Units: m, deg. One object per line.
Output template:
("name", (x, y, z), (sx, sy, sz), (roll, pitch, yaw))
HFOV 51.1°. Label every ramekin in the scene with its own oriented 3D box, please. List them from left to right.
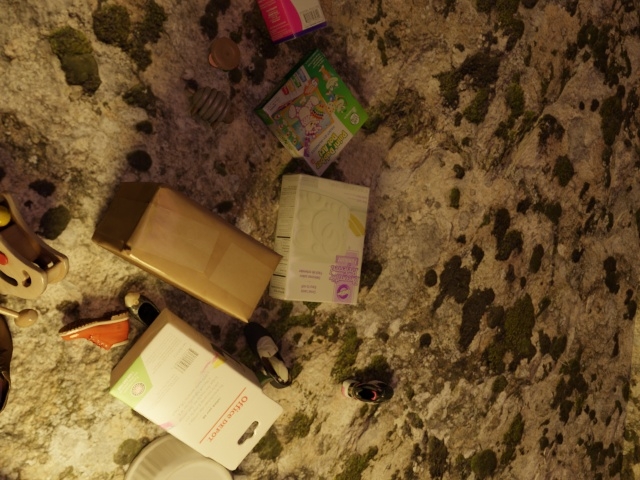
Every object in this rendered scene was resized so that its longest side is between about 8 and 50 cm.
("ramekin", (-0.325, 0.604, 1.592), (0.273, 0.127, 0.272), (-1, 93, -35))

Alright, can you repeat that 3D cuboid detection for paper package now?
("paper package", (-0.299, 0.017, 1.471), (0.325, 0.309, 0.168), (33, 78, -30))

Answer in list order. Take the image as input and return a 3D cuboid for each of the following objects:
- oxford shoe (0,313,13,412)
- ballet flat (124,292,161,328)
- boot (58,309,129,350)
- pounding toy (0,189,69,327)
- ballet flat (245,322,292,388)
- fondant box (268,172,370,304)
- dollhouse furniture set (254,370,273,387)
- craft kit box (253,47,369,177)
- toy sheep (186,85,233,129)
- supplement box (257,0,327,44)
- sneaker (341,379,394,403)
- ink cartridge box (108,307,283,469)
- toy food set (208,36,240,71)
("oxford shoe", (-0.663, 0.247, 1.363), (0.083, 0.096, 0.227), (-6, 94, -32))
("ballet flat", (-0.391, 0.183, 1.573), (0.057, 0.049, 0.173), (-51, 118, -23))
("boot", (-0.501, 0.212, 1.497), (0.158, 0.059, 0.084), (-10, 103, -35))
("pounding toy", (-0.615, 0.052, 1.321), (0.269, 0.154, 0.155), (66, 31, -17))
("ballet flat", (-0.128, 0.303, 1.749), (0.074, 0.074, 0.203), (-34, 110, -28))
("fondant box", (0.000, 0.000, 1.807), (0.238, 0.096, 0.330), (8, 89, -35))
("dollhouse furniture set", (-0.202, 0.369, 1.697), (0.152, 0.076, 0.058), (-38, 110, -27))
("craft kit box", (-0.018, -0.341, 1.804), (0.246, 0.061, 0.250), (49, 66, -29))
("toy sheep", (-0.266, -0.326, 1.616), (0.132, 0.091, 0.091), (31, 75, -26))
("supplement box", (-0.090, -0.628, 1.704), (0.111, 0.114, 0.220), (-31, 110, -29))
("sneaker", (0.149, 0.447, 1.941), (0.178, 0.077, 0.072), (9, 88, -35))
("ink cartridge box", (-0.283, 0.349, 1.556), (0.353, 0.119, 0.207), (41, 87, -19))
("toy food set", (-0.236, -0.462, 1.667), (0.083, 0.020, 0.083), (17, 82, -34))
